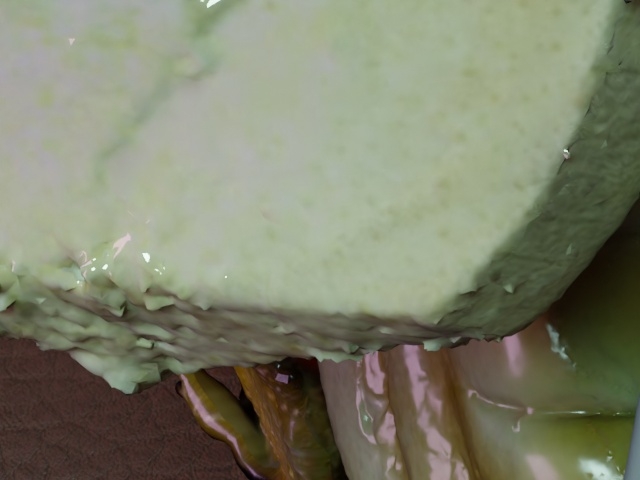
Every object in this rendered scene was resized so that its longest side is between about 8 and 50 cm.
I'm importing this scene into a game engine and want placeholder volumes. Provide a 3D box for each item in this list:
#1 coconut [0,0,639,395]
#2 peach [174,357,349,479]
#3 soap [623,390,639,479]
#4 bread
[{"bbox_3d":[-0.039,-0.158,0.651,0.404,0.404,0.405,169,90,-81],"label":"coconut"},{"bbox_3d":[0.000,0.000,1.220,0.339,0.353,0.417,64,-152,-44],"label":"peach"},{"bbox_3d":[0.201,0.047,0.618,0.265,0.159,0.088,89,165,-46],"label":"soap"},{"bbox_3d":[0.131,0.059,0.895,0.300,0.210,0.341,136,124,-64],"label":"bread"}]
